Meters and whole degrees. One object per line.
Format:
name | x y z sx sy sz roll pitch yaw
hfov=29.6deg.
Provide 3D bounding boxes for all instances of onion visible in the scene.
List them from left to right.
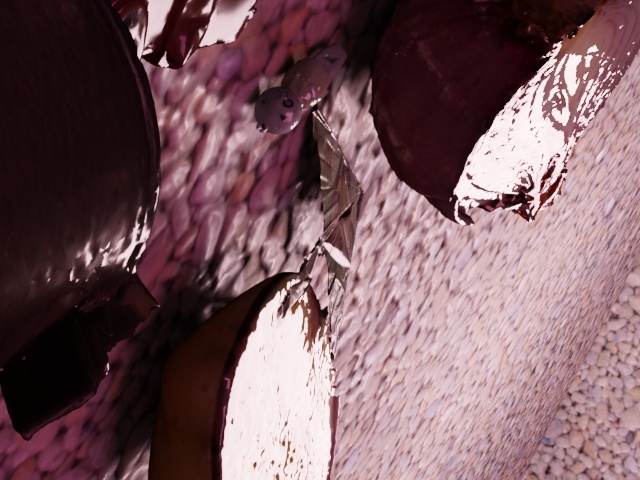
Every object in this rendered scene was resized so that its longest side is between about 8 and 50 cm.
onion | 0.146 -0.135 1.034 0.267 0.159 0.348 -40 161 -14

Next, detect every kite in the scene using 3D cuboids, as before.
kite | 0.001 0.000 0.992 0.250 0.012 0.229 -58 146 -61

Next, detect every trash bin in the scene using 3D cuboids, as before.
trash bin | -0.216 -0.004 0.372 0.203 0.252 0.301 -31 -178 36

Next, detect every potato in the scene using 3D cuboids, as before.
potato | -0.071 0.151 1.002 0.299 0.116 0.239 79 31 -45

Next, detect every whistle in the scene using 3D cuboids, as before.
whistle | -0.015 -0.111 0.885 0.100 0.035 0.035 -47 155 -29

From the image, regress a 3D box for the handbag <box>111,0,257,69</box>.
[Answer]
handbag | -0.090 -0.202 0.561 0.260 0.084 0.275 -29 144 -55
